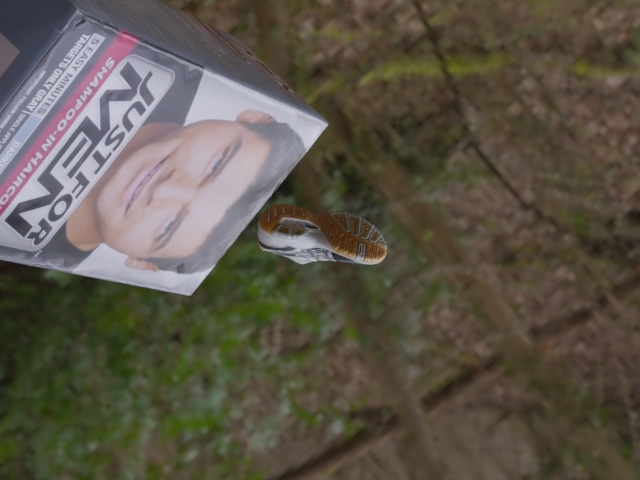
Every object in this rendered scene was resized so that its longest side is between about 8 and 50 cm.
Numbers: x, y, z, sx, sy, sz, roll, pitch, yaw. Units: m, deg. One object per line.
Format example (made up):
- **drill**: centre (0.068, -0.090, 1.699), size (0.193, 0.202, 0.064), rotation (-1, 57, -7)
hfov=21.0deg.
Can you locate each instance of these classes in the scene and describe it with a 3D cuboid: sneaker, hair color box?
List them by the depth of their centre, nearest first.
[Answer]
- **sneaker**: centre (0.000, 0.000, 1.100), size (0.037, 0.083, 0.032), rotation (115, -11, -57)
- **hair color box**: centre (-0.158, -0.080, 1.229), size (0.185, 0.113, 0.374), rotation (-51, 158, 10)
